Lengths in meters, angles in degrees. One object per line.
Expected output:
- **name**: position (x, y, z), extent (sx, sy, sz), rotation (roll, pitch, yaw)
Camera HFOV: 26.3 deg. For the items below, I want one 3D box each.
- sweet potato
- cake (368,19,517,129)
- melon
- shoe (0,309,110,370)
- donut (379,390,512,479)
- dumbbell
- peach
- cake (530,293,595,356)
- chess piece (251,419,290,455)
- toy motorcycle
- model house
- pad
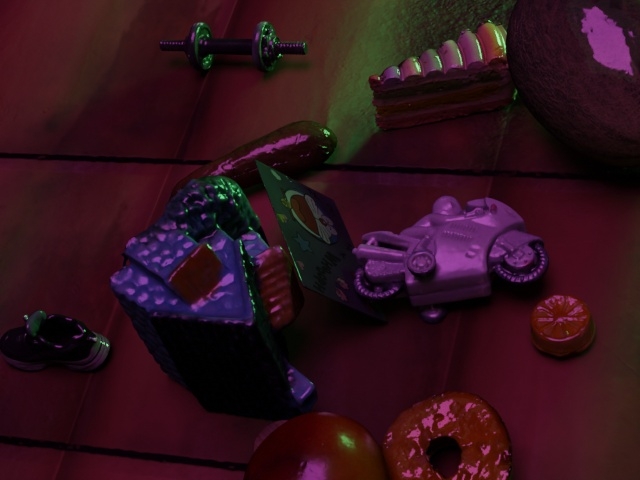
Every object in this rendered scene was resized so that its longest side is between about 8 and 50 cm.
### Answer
- **sweet potato**: position (-0.104, -0.109, 2.033), extent (0.273, 0.075, 0.075), rotation (-22, 50, 1)
- **cake**: position (0.186, -0.226, 2.009), extent (0.225, 0.109, 0.090), rotation (-24, 51, -2)
- **melon**: position (0.392, -0.245, 1.876), extent (0.248, 0.248, 0.329), rotation (-26, 54, -3)
- **shoe**: position (-0.386, 0.133, 1.917), extent (0.169, 0.099, 0.071), rotation (2, 57, 19)
- **donut**: position (0.159, 0.275, 1.665), extent (0.162, 0.065, 0.178), rotation (-16, 52, 11)
- **dumbbell**: position (-0.141, -0.311, 2.193), extent (0.254, 0.081, 0.081), rotation (4, 55, 19)
- **peach**: position (-0.001, 0.294, 1.628), extent (0.197, 0.197, 0.197), rotation (-8, 52, 11)
- **cake**: position (0.310, 0.110, 1.755), extent (0.084, 0.044, 0.084), rotation (-8, 51, 10)
- **chess piece**: position (-0.047, 0.270, 1.748), extent (0.083, 0.038, 0.083), rotation (-9, 49, 11)
- **toy motorcycle**: position (0.173, 0.010, 1.838), extent (0.260, 0.110, 0.171), rotation (-7, 47, 10)
- **model house**: position (-0.097, 0.090, 1.755), extent (0.226, 0.261, 0.241), rotation (-43, 53, -16)
- **pad**: position (0.000, 0.000, 1.870), extent (0.006, 0.170, 0.245), rotation (-43, 45, 22)
